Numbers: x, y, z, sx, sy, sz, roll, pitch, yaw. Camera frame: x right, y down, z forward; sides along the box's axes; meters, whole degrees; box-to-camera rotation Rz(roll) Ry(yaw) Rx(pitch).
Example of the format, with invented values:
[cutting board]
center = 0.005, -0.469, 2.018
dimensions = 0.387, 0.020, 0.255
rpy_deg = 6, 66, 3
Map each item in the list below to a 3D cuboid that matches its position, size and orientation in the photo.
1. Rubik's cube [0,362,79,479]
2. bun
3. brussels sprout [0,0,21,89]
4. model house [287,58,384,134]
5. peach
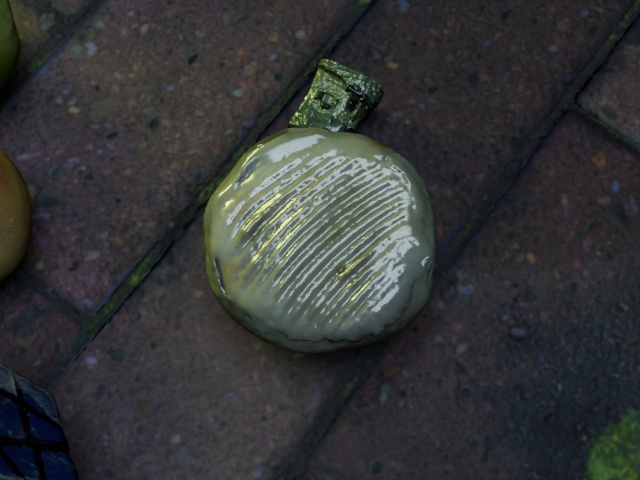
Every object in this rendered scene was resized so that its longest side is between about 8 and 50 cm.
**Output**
[Rubik's cube]
center = -0.363, 0.238, 1.008
dimensions = 0.319, 0.319, 0.264
rpy_deg = 45, 104, 14
[bun]
center = 0.000, 0.000, 1.152
dimensions = 0.239, 0.141, 0.239
rpy_deg = -1, 77, 3
[brussels sprout]
center = -0.425, -0.222, 1.219
dimensions = 0.223, 0.161, 0.223
rpy_deg = 0, 79, -1
[model house]
center = 0.015, -0.140, 1.237
dimensions = 0.079, 0.066, 0.083
rpy_deg = 28, 75, 11
[peach]
center = -0.382, -0.031, 1.148
dimensions = 0.184, 0.184, 0.184
rpy_deg = 0, 71, 0
